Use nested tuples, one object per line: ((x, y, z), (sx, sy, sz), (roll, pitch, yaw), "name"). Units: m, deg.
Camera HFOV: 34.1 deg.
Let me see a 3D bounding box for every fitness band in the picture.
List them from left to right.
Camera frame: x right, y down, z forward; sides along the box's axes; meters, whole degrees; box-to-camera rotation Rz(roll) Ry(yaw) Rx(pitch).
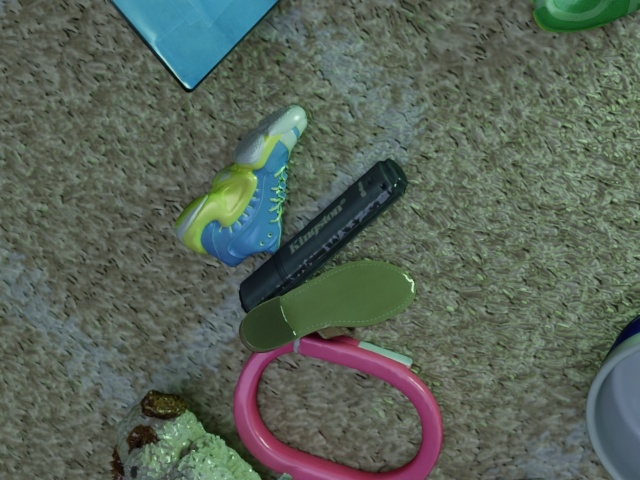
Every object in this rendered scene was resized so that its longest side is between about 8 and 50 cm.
((0.023, 0.237, 1.408), (0.291, 0.054, 0.209), (16, 103, 10), "fitness band")

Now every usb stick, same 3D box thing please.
((0.000, 0.000, 1.361), (0.278, 0.077, 0.045), (-41, 114, 15), "usb stick")

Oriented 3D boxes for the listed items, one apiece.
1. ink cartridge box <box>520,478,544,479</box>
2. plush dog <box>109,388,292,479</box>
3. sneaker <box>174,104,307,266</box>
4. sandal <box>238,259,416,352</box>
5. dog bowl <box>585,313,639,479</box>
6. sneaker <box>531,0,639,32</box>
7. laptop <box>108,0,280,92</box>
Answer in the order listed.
((0.213, 0.382, 1.387), (0.181, 0.061, 0.104), (-8, 98, 14), "ink cartridge box")
((-0.186, 0.310, 1.415), (0.225, 0.211, 0.262), (45, 129, 18), "plush dog")
((-0.076, -0.062, 1.373), (0.126, 0.091, 0.240), (40, 107, -15), "sneaker")
((0.002, 0.091, 1.373), (0.240, 0.079, 0.088), (-17, 80, -17), "sandal")
((0.458, 0.203, 1.233), (0.265, 0.104, 0.264), (14, 122, 24), "dog bowl")
((0.384, -0.320, 1.194), (0.296, 0.123, 0.109), (-16, 96, 15), "sneaker")
((-0.101, -0.459, 1.168), (0.408, 0.236, 0.382), (-35, 109, 15), "laptop")
